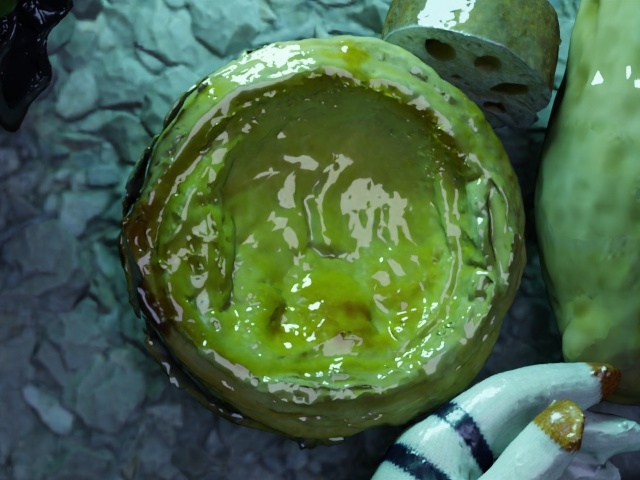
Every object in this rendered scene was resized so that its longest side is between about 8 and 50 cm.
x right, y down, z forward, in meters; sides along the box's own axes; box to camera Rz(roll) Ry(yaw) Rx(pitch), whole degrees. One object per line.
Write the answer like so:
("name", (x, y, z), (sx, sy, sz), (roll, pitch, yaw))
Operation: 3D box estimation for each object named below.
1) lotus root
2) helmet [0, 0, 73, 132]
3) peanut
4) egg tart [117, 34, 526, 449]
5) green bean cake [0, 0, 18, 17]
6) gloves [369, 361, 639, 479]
("lotus root", (0.106, -0.136, 1.274), (0.122, 0.112, 0.081), (30, 70, -15))
("helmet", (-0.206, -0.135, 1.174), (0.070, 0.098, 0.123), (18, 78, 10))
("peanut", (0.249, -0.075, 1.298), (0.192, 0.170, 0.387), (22, 82, -47))
("egg tart", (0.000, 0.000, 1.238), (0.279, 0.095, 0.278), (1, 88, -15))
("green bean cake", (-0.232, -0.264, 1.097), (0.247, 0.156, 0.250), (-37, 71, -16))
("gloves", (0.105, 0.154, 1.223), (0.131, 0.140, 0.218), (32, 73, 31))
